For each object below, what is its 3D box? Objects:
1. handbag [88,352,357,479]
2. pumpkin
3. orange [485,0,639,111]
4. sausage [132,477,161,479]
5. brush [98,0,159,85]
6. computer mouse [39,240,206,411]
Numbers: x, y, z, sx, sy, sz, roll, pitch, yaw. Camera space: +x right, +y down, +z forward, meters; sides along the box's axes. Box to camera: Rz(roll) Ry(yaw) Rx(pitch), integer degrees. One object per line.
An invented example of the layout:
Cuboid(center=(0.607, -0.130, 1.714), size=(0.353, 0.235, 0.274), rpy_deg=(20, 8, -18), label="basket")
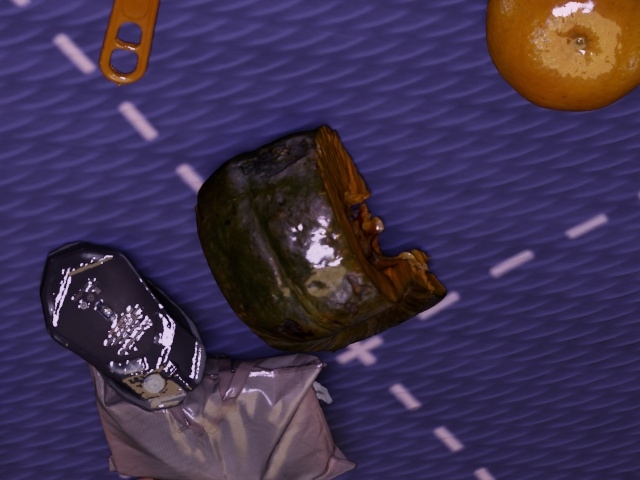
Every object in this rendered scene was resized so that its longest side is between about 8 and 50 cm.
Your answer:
Cuboid(center=(-0.108, 0.173, 1.587), size=(0.270, 0.117, 0.182), rpy_deg=(-1, 133, 15), label="handbag")
Cuboid(center=(-0.001, 0.000, 1.491), size=(0.139, 0.190, 0.280), rpy_deg=(-27, 169, 16), label="pumpkin")
Cuboid(center=(0.217, -0.186, 1.336), size=(0.155, 0.134, 0.154), rpy_deg=(4, 110, 9), label="orange")
Cuboid(center=(-0.229, 0.283, 1.734), size=(0.116, 0.026, 0.026), rpy_deg=(-19, 128, 11), label="sausage")
Cuboid(center=(-0.139, -0.257, 1.312), size=(0.090, 0.017, 0.314), rpy_deg=(11, 128, -10), label="brush")
Cuboid(center=(-0.192, 0.080, 1.521), size=(0.192, 0.062, 0.106), rpy_deg=(44, 91, 1), label="computer mouse")
